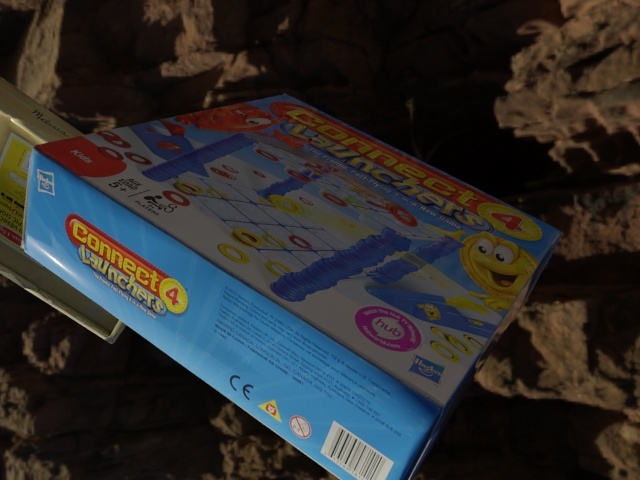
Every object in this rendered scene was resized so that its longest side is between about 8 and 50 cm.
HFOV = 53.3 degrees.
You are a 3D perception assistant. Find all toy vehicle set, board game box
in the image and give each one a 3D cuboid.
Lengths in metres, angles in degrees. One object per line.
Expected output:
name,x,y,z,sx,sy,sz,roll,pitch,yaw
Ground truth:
toy vehicle set,-0.265,-0.035,0.591,0.266,0.166,0.035,36,-151,-8
board game box,0.000,0.000,0.498,0.308,0.086,0.302,30,-149,19
